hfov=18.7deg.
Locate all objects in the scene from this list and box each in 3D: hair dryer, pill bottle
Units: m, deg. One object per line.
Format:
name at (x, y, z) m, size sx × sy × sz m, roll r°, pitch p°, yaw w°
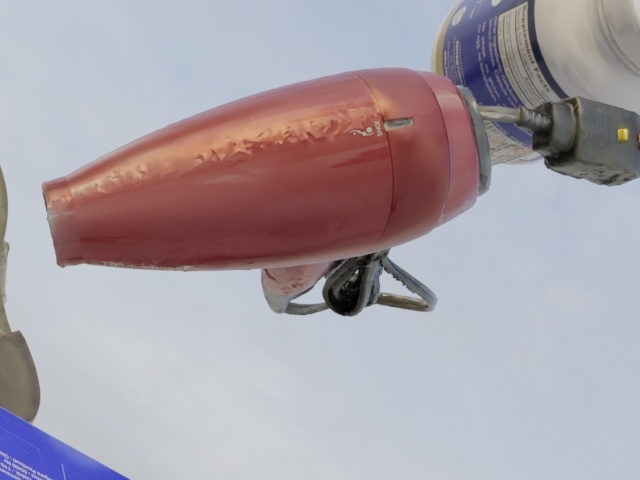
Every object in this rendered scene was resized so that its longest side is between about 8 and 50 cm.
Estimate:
hair dryer at (0.000, 0.000, 0.892) m, size 0.223 × 0.293 × 0.080 m, roll -38°, pitch -122°, yaw 36°
pill bottle at (0.152, -0.112, 1.083) m, size 0.112 × 0.112 × 0.186 m, roll 50°, pitch -27°, yaw -11°

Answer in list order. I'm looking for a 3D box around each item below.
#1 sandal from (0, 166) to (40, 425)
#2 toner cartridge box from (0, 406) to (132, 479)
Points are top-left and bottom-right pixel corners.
sandal at (-0.230, 0.032, 1.183) m, size 0.079 × 0.088 × 0.240 m, roll 119°, pitch -42°, yaw -52°
toner cartridge box at (-0.041, 0.164, 0.626) m, size 0.348 × 0.075 × 0.165 m, roll 34°, pitch 16°, yaw -28°
